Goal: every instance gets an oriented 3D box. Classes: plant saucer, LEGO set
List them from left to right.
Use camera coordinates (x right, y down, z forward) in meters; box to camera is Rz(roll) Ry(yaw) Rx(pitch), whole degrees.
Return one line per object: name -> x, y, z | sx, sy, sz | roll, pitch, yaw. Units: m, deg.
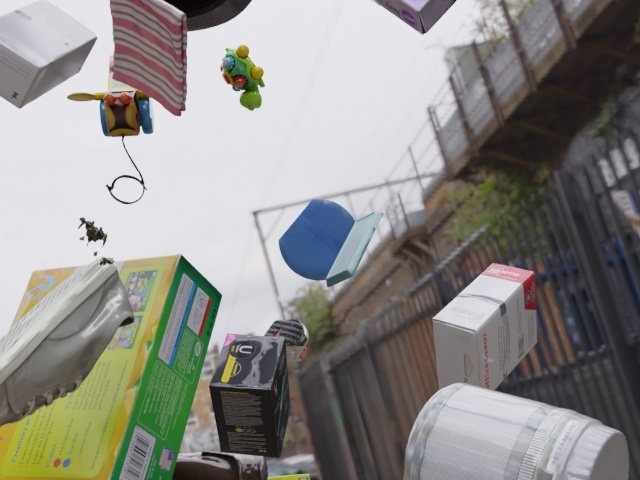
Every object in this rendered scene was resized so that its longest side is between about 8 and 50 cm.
LEGO set -> -0.323, -0.002, 1.309 | 0.054, 0.083, 0.023 | 12, 41, 25
plant saucer -> 0.062, 0.012, 1.679 | 0.067, 0.018, 0.192 | -27, 24, 39

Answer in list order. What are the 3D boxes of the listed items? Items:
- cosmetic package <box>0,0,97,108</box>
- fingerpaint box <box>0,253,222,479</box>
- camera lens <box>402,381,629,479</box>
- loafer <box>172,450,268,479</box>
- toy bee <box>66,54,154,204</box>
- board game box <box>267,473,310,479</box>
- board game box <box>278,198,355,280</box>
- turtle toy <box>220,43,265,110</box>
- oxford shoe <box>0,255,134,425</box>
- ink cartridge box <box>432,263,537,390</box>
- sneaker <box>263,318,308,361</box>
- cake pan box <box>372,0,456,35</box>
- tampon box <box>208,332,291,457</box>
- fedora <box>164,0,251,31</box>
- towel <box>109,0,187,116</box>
cosmetic package -> -0.462, -0.303, 1.446 | 0.085, 0.117, 0.231 | -54, 8, 25
fingerpaint box -> -0.415, 0.265, 1.638 | 0.371, 0.445, 0.163 | -7, -37, 27
camera lens -> 0.272, 0.333, 1.290 | 0.274, 0.219, 0.219 | 9, 3, 36
loafer -> -0.219, 0.465, 1.701 | 0.130, 0.134, 0.366 | 6, -16, -33
toy bee -> -0.348, -0.247, 1.651 | 0.195, 0.298, 0.162 | -23, -26, -15
board game box -> -0.081, 0.517, 1.834 | 0.092, 0.043, 0.181 | -2, -25, -14
board game box -> 0.000, 0.000, 1.876 | 0.169, 0.133, 0.033 | -50, -6, 5
turtle toy -> -0.149, -0.314, 1.740 | 0.066, 0.130, 0.095 | -34, 6, -10
oxford shoe -> -0.424, 0.195, 1.307 | 0.169, 0.130, 0.449 | -21, 20, 45
ink cartridge box -> 0.371, 0.204, 2.012 | 0.114, 0.197, 0.273 | 13, 34, 36
sneaker -> -0.046, 0.188, 1.656 | 0.057, 0.075, 0.161 | -54, 19, -17
cake pan box -> 0.150, -0.474, 1.391 | 0.246, 0.267, 0.070 | -46, -26, -2
tampon box -> -0.111, 0.251, 1.461 | 0.101, 0.120, 0.161 | 3, -54, 8
fedora -> -0.234, -0.478, 1.524 | 0.275, 0.124, 0.244 | -15, -31, -38
towel -> -0.264, -0.295, 1.380 | 0.029, 0.144, 0.197 | -45, -22, -36
